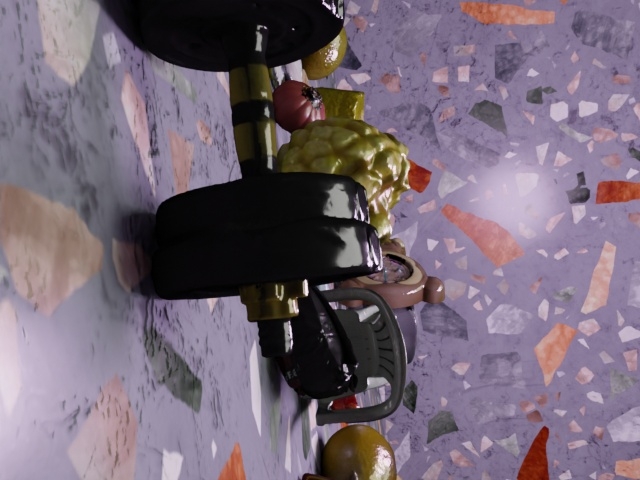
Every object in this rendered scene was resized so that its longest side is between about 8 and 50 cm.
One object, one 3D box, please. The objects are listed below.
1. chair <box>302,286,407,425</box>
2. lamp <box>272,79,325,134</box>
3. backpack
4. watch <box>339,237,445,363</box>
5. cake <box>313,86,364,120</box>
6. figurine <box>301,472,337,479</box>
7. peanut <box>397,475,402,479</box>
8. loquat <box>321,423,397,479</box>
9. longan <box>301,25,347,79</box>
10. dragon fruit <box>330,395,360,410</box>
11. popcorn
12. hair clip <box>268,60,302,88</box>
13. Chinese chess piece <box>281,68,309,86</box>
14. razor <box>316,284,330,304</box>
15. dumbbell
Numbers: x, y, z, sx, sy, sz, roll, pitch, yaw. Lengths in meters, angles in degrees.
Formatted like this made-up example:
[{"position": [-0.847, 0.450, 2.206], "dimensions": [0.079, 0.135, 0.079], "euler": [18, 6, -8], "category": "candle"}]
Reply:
[{"position": [0.051, 0.177, 1.072], "dimensions": [0.274, 0.190, 0.204], "euler": [17, 65, -80], "category": "chair"}, {"position": [-0.040, -0.237, 1.185], "dimensions": [0.107, 0.092, 0.108], "euler": [32, 39, -30], "category": "lamp"}, {"position": [-0.017, 0.145, 0.937], "dimensions": [0.165, 0.105, 0.120], "euler": [62, -5, 25], "category": "backpack"}, {"position": [0.181, 0.204, 1.993], "dimensions": [0.335, 0.313, 0.327], "euler": [-107, -163, -57], "category": "watch"}, {"position": [0.038, -0.291, 1.665], "dimensions": [0.260, 0.156, 0.179], "euler": [-50, 148, -74], "category": "cake"}, {"position": [0.006, 0.416, 0.998], "dimensions": [0.154, 0.082, 0.098], "euler": [71, 34, -57], "category": "figurine"}, {"position": [0.112, 0.600, 1.363], "dimensions": [0.291, 0.142, 0.159], "euler": [-49, 140, -74], "category": "peanut"}, {"position": [0.070, 0.419, 1.209], "dimensions": [0.195, 0.152, 0.152], "euler": [-22, 104, -75], "category": "loquat"}, {"position": [-0.024, -0.425, 1.415], "dimensions": [0.145, 0.176, 0.155], "euler": [-39, -105, 50], "category": "longan"}, {"position": [0.043, 0.330, 1.394], "dimensions": [0.126, 0.067, 0.112], "euler": [114, -37, -83], "category": "dragon fruit"}, {"position": [0.030, -0.086, 1.109], "dimensions": [0.258, 0.223, 0.271], "euler": [-65, 160, -46], "category": "popcorn"}, {"position": [-0.058, -0.325, 1.244], "dimensions": [0.172, 0.049, 0.116], "euler": [65, 36, -56], "category": "hair clip"}, {"position": [-0.047, -0.295, 1.369], "dimensions": [0.122, 0.051, 0.122], "euler": [-7, 90, -83], "category": "Chinese chess piece"}, {"position": [-0.010, 0.001, 1.394], "dimensions": [0.111, 0.056, 0.278], "euler": [-7, -96, 61], "category": "razor"}, {"position": [-0.054, -0.101, 0.537], "dimensions": [0.185, 0.185, 0.389], "euler": [35, 48, -81], "category": "dumbbell"}]
